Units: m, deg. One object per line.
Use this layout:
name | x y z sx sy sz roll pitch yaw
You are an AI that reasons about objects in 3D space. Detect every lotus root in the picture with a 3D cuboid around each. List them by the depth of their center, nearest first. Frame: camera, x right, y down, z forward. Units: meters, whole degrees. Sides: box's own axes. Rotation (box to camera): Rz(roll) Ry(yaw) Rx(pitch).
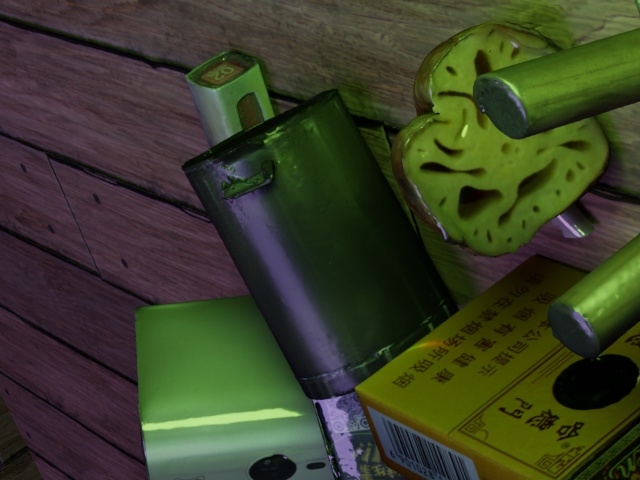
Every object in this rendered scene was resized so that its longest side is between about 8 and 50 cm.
lotus root | 0.138 -0.100 1.565 0.199 0.188 0.180 61 168 -17

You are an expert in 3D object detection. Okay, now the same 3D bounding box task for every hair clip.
hair clip | 0.183 -0.071 1.678 0.226 0.034 0.072 33 146 38

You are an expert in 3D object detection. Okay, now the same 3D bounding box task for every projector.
projector | -0.107 0.221 2.182 0.248 0.249 0.248 88 175 -49

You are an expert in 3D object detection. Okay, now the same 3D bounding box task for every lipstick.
lipstick | -0.087 -0.102 2.058 0.077 0.079 0.253 27 142 46

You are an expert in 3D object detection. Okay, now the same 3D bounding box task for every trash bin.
trash bin | 0.000 0.000 1.894 0.301 0.203 0.252 61 -163 -10

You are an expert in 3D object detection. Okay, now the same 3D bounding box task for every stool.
stool | 0.315 -0.044 1.261 0.310 0.226 0.310 20 139 51

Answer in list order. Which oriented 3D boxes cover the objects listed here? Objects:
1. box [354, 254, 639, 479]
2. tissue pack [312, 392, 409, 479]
box | 0.263 0.169 1.567 0.415 0.264 0.116 23 139 52
tissue pack | 0.096 0.250 1.999 0.173 0.073 0.235 -11 109 18
